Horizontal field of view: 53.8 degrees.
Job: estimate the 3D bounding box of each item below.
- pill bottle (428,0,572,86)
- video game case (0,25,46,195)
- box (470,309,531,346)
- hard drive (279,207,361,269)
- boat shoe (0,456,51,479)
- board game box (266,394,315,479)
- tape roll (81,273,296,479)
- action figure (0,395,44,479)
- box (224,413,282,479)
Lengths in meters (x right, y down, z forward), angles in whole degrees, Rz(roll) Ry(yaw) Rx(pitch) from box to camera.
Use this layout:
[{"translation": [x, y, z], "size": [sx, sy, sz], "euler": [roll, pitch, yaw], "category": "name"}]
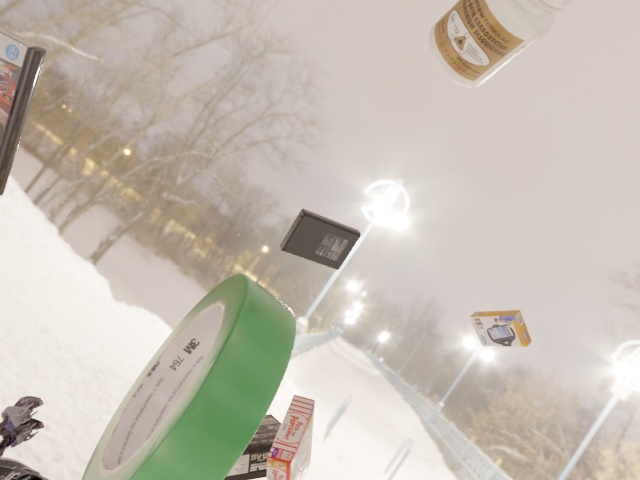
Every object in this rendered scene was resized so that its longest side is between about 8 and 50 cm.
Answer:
[{"translation": [0.286, -0.352, 0.980], "size": [0.131, 0.131, 0.229], "euler": [37, -34, -13], "category": "pill bottle"}, {"translation": [-0.613, -0.248, 1.064], "size": [0.248, 0.275, 0.035], "euler": [28, 18, 5], "category": "video game case"}, {"translation": [0.399, 0.199, 1.423], "size": [0.136, 0.028, 0.081], "euler": [-12, -74, 47], "category": "box"}, {"translation": [0.000, 0.000, 1.239], "size": [0.135, 0.094, 0.022], "euler": [20, 24, -28], "category": "hard drive"}, {"translation": [-0.781, 0.641, 1.641], "size": [0.301, 0.108, 0.102], "euler": [23, -29, 7], "category": "boat shoe"}, {"translation": [-0.055, 0.404, 1.156], "size": [0.045, 0.146, 0.193], "euler": [13, -53, 12], "category": "board game box"}, {"translation": [-0.159, 0.189, 0.756], "size": [0.077, 0.321, 0.321], "euler": [38, -6, -15], "category": "tape roll"}, {"translation": [-0.739, 0.465, 1.391], "size": [0.099, 0.185, 0.285], "euler": [4, 26, 19], "category": "action figure"}, {"translation": [-0.160, 0.447, 1.366], "size": [0.180, 0.077, 0.147], "euler": [2, 7, -31], "category": "box"}]
